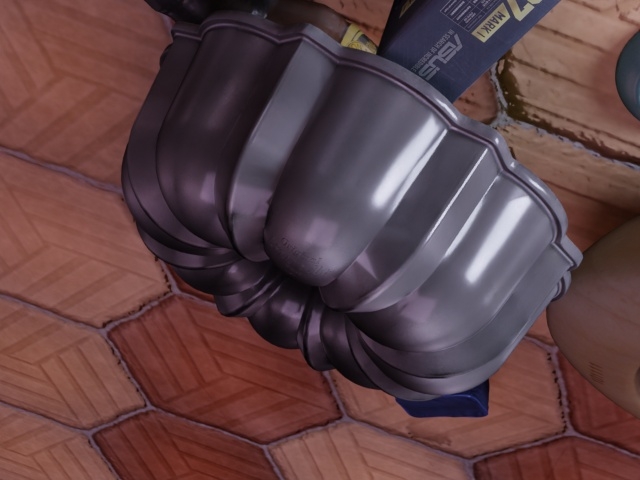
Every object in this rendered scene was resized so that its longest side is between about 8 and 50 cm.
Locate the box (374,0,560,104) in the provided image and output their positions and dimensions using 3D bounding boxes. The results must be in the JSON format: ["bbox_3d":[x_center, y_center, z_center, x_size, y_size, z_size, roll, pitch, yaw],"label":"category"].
[{"bbox_3d":[0.131,-0.207,0.611,0.059,0.183,0.233,31,137,-14],"label":"box"}]

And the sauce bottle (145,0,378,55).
[{"bbox_3d":[0.012,-0.101,0.829,0.344,0.111,0.111,37,136,-23],"label":"sauce bottle"}]

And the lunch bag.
[{"bbox_3d":[0.120,0.137,1.092,0.098,0.065,0.067,-3,151,22],"label":"lunch bag"}]

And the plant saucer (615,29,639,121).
[{"bbox_3d":[0.274,-0.112,0.787,0.119,0.021,0.119,11,139,10],"label":"plant saucer"}]

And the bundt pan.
[{"bbox_3d":[0.000,0.000,0.748,0.331,0.124,0.331,28,163,10],"label":"bundt pan"}]

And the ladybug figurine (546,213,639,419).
[{"bbox_3d":[0.395,0.085,0.797,0.449,0.162,0.305,20,157,25],"label":"ladybug figurine"}]
